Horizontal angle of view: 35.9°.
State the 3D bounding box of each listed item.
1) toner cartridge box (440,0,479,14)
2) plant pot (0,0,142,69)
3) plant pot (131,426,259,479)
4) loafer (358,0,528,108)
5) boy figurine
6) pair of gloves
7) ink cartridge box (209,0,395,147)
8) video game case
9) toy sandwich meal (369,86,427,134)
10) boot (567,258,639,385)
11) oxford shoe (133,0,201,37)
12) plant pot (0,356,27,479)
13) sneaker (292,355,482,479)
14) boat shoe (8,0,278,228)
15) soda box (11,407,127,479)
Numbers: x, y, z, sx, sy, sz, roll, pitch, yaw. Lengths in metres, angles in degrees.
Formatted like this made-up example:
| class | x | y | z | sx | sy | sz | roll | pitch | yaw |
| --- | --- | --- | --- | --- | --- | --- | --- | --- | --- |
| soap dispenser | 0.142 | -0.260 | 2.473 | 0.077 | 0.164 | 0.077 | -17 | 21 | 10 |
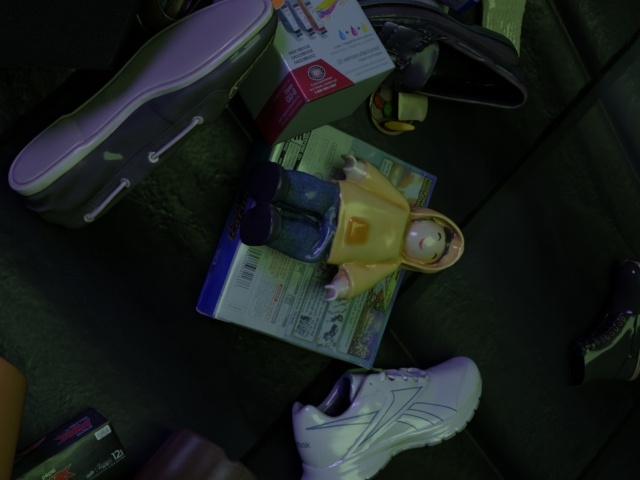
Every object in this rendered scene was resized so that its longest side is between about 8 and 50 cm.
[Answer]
| class | x | y | z | sx | sy | sz | roll | pitch | yaw |
| --- | --- | --- | --- | --- | --- | --- | --- | --- | --- |
| toner cartridge box | 0.211 | -0.477 | 1.243 | 0.165 | 0.075 | 0.347 | 34 | 84 | -10 |
| plant pot | -0.276 | -0.260 | 0.969 | 0.188 | 0.188 | 0.166 | -5 | 111 | -32 |
| plant pot | -0.163 | 0.316 | 1.134 | 0.167 | 0.167 | 0.165 | 48 | 64 | -28 |
| loafer | 0.144 | -0.230 | 1.255 | 0.303 | 0.095 | 0.109 | 4 | 137 | -31 |
| boy figurine | 0.045 | -0.007 | 1.181 | 0.285 | 0.092 | 0.177 | 15 | 86 | -29 |
| pair of gloves | 0.195 | -0.355 | 1.327 | 0.240 | 0.042 | 0.204 | 4 | 95 | -32 |
| ink cartridge box | -0.029 | -0.223 | 1.118 | 0.128 | 0.127 | 0.176 | -26 | 82 | -28 |
| video game case | 0.000 | 0.000 | 1.242 | 0.244 | 0.061 | 0.269 | 22 | 85 | -31 |
| toy sandwich meal | 0.103 | -0.177 | 1.301 | 0.086 | 0.029 | 0.085 | -5 | 99 | -32 |
| boot | 0.452 | 0.133 | 1.544 | 0.137 | 0.077 | 0.197 | -6 | 99 | -26 |
| oxford shoe | -0.134 | -0.333 | 1.091 | 0.083 | 0.096 | 0.227 | 19 | 85 | -31 |
| plant pot | -0.404 | 0.185 | 0.903 | 0.291 | 0.291 | 0.203 | 33 | 63 | -31 |
| sneaker | 0.094 | 0.218 | 1.310 | 0.297 | 0.111 | 0.129 | -24 | 103 | -28 |
| boat shoe | -0.174 | -0.134 | 1.047 | 0.335 | 0.112 | 0.095 | -35 | 134 | 5 |
| soda box | -0.303 | 0.256 | 1.088 | 0.169 | 0.060 | 0.053 | -31 | 113 | -26 |
